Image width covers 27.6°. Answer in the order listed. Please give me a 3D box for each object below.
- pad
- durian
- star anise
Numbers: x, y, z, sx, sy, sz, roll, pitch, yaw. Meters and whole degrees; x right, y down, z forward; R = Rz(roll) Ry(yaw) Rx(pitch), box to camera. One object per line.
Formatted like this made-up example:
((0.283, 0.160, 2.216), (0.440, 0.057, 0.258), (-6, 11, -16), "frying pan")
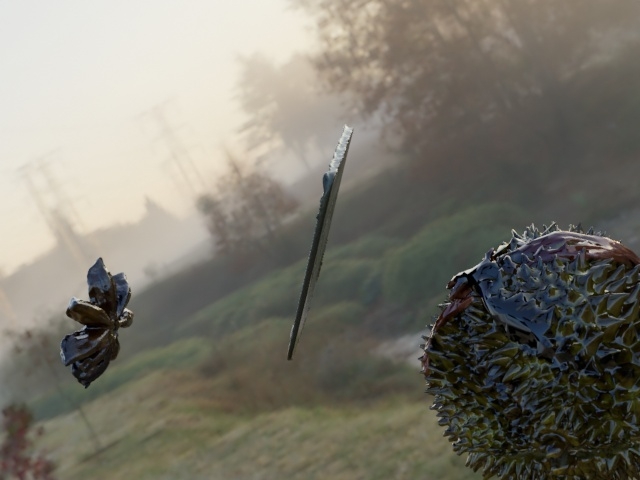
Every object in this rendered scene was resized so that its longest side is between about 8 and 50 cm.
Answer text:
((0.000, 0.000, 1.860), (0.018, 0.286, 0.284), (13, 21, 2), "pad")
((0.291, 0.146, 1.613), (0.348, 0.347, 0.384), (-27, 28, 27), "durian")
((-0.268, 0.101, 1.570), (0.057, 0.167, 0.168), (17, 11, 7), "star anise")
